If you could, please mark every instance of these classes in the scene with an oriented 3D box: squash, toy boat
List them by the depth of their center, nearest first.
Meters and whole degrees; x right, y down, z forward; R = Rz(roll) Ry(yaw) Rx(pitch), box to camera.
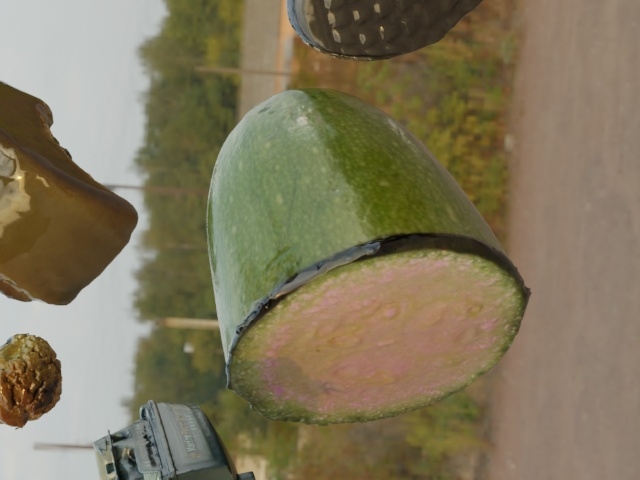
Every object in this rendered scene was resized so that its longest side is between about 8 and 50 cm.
[{"bbox_3d":[-0.132,0.209,1.123,0.296,0.122,0.114,-153,53,-73],"label":"toy boat"},{"bbox_3d":[0.024,-0.012,1.334,0.310,0.310,0.308,94,164,-50],"label":"squash"}]

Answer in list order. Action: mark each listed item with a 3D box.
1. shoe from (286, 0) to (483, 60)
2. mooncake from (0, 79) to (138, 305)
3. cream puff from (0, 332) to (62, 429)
[{"bbox_3d":[0.103,-0.276,1.178,0.171,0.337,0.132,41,149,57],"label":"shoe"},{"bbox_3d":[-0.502,-0.088,2.122,0.246,0.393,0.394,-47,8,8],"label":"mooncake"},{"bbox_3d":[-0.413,0.196,1.786,0.119,0.104,0.133,45,-115,-34],"label":"cream puff"}]
